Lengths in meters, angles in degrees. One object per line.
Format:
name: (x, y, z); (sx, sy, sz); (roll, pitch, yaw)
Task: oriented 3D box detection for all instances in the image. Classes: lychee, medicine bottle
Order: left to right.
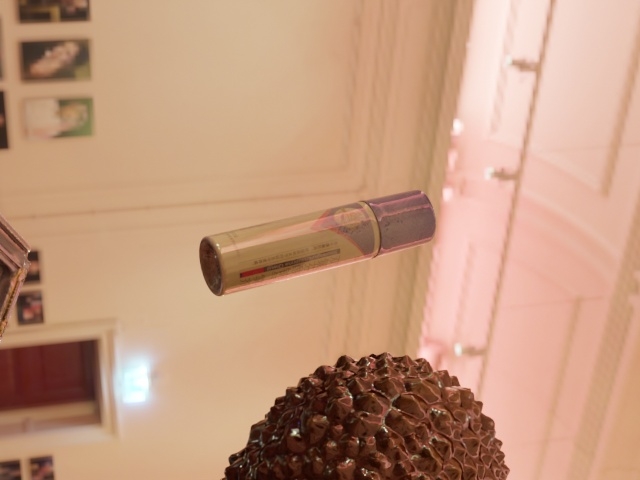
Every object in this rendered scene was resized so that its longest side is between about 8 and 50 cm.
medicine bottle: (0.000, 0.000, 1.189); (0.059, 0.230, 0.059); (40, -43, 51)
lychee: (0.036, 0.223, 1.075); (0.267, 0.267, 0.268); (175, -90, -75)

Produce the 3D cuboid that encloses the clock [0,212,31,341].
clock: (-0.420, 0.053, 1.415); (0.253, 0.083, 0.186); (85, 21, -73)
